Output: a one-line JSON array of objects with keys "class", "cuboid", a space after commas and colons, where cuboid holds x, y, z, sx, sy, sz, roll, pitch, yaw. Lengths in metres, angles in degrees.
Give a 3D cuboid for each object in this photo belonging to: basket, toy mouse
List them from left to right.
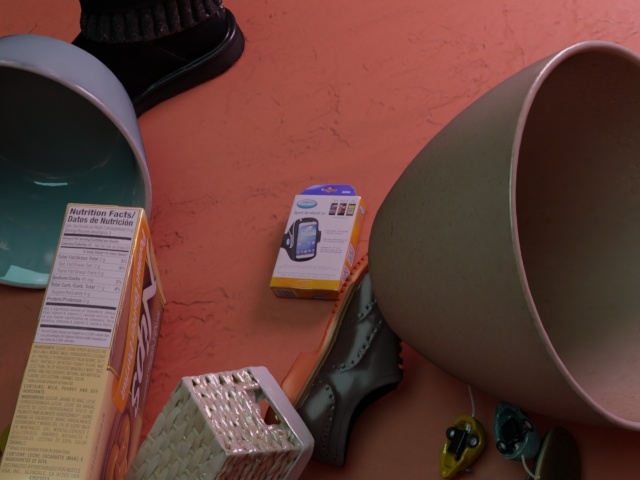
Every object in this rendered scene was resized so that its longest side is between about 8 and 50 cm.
[{"class": "basket", "cuboid": [-0.102, 0.211, 1.096, 0.113, 0.103, 0.167, 52, 122, 37]}, {"class": "toy mouse", "cuboid": [0.160, 0.205, 1.056, 0.143, 0.031, 0.161, -2, 63, 59]}]

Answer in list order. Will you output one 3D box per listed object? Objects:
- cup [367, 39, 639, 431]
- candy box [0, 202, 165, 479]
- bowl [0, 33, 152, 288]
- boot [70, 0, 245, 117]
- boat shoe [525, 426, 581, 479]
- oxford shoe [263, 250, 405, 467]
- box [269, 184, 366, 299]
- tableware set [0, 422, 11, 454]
[{"class": "cup", "cuboid": [0.183, 0.011, 1.062, 0.237, 0.331, 0.331, -13, 51, 45]}, {"class": "candy box", "cuboid": [-0.229, 0.143, 1.167, 0.087, 0.183, 0.316, 3, 56, 3]}, {"class": "bowl", "cuboid": [-0.331, -0.112, 1.347, 0.311, 0.311, 0.163, -10, 36, 15]}, {"class": "boot", "cuboid": [-0.281, -0.269, 1.419, 0.348, 0.260, 0.131, -30, 53, 0]}, {"class": "boat shoe", "cuboid": [0.194, 0.238, 1.043, 0.049, 0.056, 0.152, -24, 38, 47]}, {"class": "oxford shoe", "cuboid": [0.052, 0.100, 1.175, 0.098, 0.097, 0.271, 29, 78, 15]}, {"class": "box", "cuboid": [0.000, 0.000, 1.287, 0.081, 0.028, 0.136, 3, 58, 23]}, {"class": "tableware set", "cuboid": [-0.312, 0.237, 1.259, 0.154, 0.024, 0.104, -16, 51, 12]}]
